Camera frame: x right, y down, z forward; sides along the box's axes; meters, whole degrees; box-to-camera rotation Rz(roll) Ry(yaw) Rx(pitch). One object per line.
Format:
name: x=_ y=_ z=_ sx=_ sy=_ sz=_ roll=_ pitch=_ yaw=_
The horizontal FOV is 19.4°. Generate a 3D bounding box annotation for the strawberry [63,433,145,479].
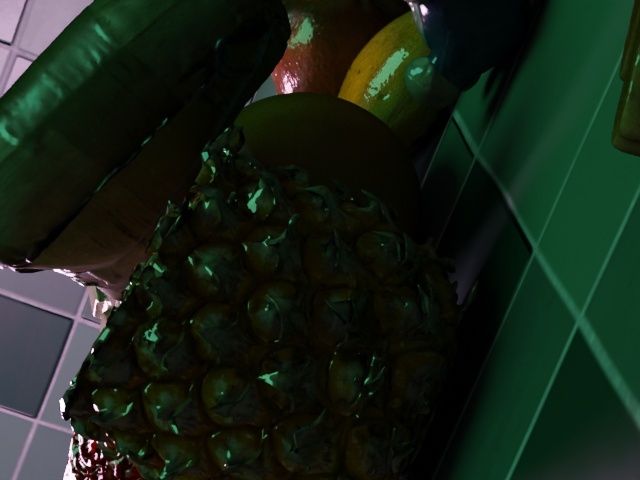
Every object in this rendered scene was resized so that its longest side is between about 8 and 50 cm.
strawberry: x=-0.159 y=0.255 z=2.197 sx=0.220 sy=0.274 sz=0.274 roll=37 pitch=108 yaw=61

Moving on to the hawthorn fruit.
hawthorn fruit: x=0.031 y=-0.192 z=2.269 sx=0.199 sy=0.199 sz=0.251 roll=-104 pitch=11 yaw=-73

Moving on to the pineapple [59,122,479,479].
pineapple: x=-0.040 y=0.095 z=1.651 sx=0.352 sy=0.300 sz=0.352 roll=24 pitch=-90 yaw=-89

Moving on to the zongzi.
zongzi: x=-0.152 y=-0.099 z=1.807 sx=0.356 sy=0.174 sz=0.393 roll=-44 pitch=-21 yaw=3

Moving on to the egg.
egg: x=-0.019 y=-0.029 z=1.963 sx=0.322 sy=0.250 sz=0.250 roll=-161 pitch=91 yaw=-89

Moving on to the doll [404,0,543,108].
doll: x=0.131 y=-0.275 z=1.886 sx=0.258 sy=0.154 sz=0.228 roll=-102 pitch=-6 yaw=-52

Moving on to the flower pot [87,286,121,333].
flower pot: x=-0.149 y=0.020 z=2.311 sx=0.290 sy=0.259 sz=0.290 roll=175 pitch=90 yaw=-71

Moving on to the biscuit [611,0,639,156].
biscuit: x=0.254 y=-0.225 z=1.265 sx=0.202 sy=0.047 sz=0.334 roll=-70 pitch=-10 yaw=-57

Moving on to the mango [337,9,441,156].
mango: x=0.087 y=-0.177 z=2.093 sx=0.157 sy=0.109 sz=0.262 roll=-78 pitch=14 yaw=-58
